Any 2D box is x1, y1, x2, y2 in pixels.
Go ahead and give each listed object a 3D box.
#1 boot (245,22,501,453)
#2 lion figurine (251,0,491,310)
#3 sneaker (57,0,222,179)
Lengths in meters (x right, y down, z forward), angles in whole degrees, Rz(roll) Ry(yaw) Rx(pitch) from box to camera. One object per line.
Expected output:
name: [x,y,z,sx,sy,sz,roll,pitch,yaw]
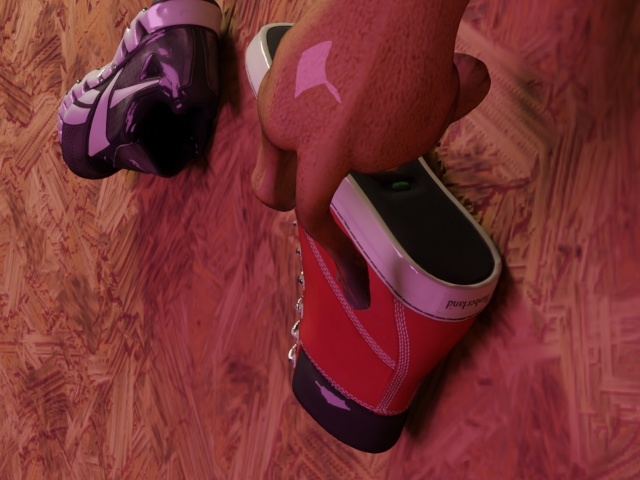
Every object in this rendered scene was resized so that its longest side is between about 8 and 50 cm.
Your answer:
boot: [0.000,0.000,0.961,0.244,0.088,0.176,61,141,34]
lion figurine: [0.040,-0.148,0.718,0.240,0.142,0.392,-51,-32,-84]
sneaker: [-0.138,-0.085,1.203,0.234,0.078,0.106,-40,54,51]
